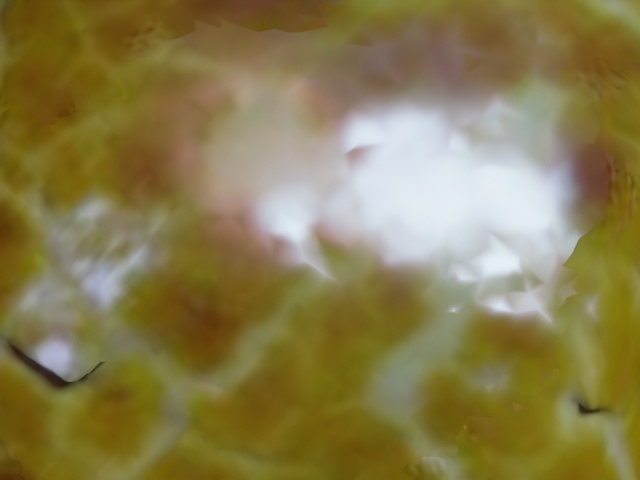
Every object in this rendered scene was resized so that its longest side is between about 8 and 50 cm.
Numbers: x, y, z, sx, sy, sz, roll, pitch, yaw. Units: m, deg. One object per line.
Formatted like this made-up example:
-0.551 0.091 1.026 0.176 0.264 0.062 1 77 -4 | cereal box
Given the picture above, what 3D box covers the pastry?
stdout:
0.000 0.000 0.635 0.388 0.312 0.388 1 71 -4 | pastry
